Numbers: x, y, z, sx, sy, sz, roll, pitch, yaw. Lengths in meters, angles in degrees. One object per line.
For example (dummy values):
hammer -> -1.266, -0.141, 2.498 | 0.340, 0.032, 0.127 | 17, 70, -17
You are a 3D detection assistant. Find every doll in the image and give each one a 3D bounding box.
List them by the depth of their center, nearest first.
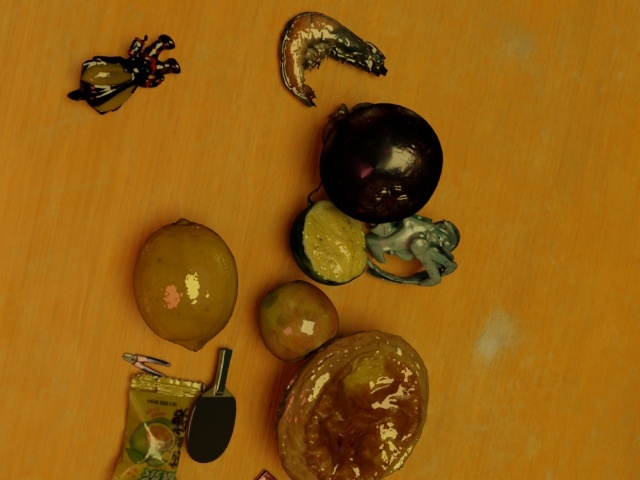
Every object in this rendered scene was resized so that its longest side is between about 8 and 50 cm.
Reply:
doll -> -0.417, -0.352, 1.578 | 0.249, 0.088, 0.127 | -28, 108, -25

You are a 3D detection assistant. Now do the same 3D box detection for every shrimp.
shrimp -> 0.029, -0.421, 1.806 | 0.290, 0.054, 0.222 | 17, 88, -24

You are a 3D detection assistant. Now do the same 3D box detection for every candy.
candy -> -0.376, 0.462, 1.705 | 0.187, 0.081, 0.297 | 16, 79, -28

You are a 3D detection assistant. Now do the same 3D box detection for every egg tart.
egg tart -> 0.067, 0.422, 1.856 | 0.443, 0.178, 0.443 | -8, 107, -29

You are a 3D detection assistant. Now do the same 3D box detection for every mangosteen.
mangosteen -> 0.142, -0.186, 1.759 | 0.297, 0.313, 0.297 | 1, 109, 2

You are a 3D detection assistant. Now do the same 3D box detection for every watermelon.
watermelon -> 0.003, 0.007, 1.803 | 0.232, 0.127, 0.204 | 50, 50, -16

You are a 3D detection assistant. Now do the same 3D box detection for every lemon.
lemon -> -0.291, 0.093, 1.616 | 0.236, 0.236, 0.263 | 20, 94, -27

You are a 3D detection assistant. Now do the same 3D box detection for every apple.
apple -> -0.058, 0.189, 1.766 | 0.196, 0.196, 0.196 | -3, 98, -26

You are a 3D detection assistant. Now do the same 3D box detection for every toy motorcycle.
toy motorcycle -> 0.224, 0.017, 1.916 | 0.260, 0.154, 0.206 | 16, 110, -12

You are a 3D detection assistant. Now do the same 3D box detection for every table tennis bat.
table tennis bat -> -0.250, 0.392, 1.763 | 0.154, 0.021, 0.274 | 16, 83, -52

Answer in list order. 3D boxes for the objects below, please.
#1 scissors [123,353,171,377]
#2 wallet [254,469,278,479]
scissors -> -0.400, 0.283, 1.705 | 0.113, 0.012, 0.039 | 27, 84, -27
wallet -> -0.107, 0.697, 1.894 | 0.119, 0.025, 0.232 | -46, 113, -14
